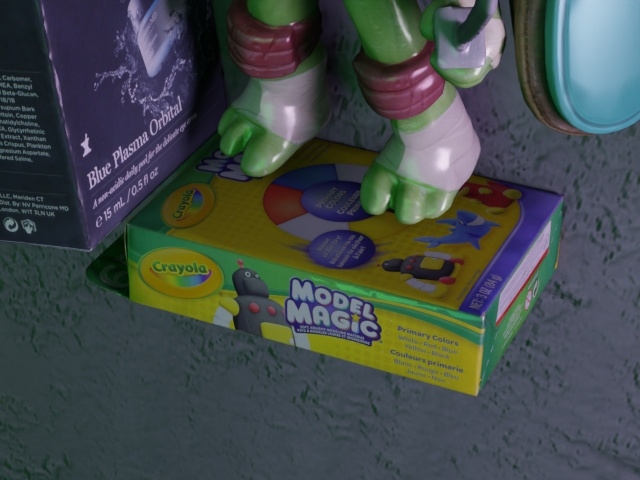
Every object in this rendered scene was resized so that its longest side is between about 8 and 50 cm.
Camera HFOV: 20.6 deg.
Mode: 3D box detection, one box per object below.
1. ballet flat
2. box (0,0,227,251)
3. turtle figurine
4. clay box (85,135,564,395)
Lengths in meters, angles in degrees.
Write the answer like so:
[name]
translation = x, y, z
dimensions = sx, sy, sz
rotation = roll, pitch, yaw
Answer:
[ballet flat]
translation = 0.124, -0.216, 0.725
dimensions = 0.124, 0.116, 0.342
rotation = 44, 135, 46
[box]
translation = -0.129, -0.101, 0.899
dimensions = 0.093, 0.156, 0.158
rotation = 6, 121, 24
[turtle figurine]
translation = -0.020, -0.102, 0.786
dimensions = 0.198, 0.274, 0.266
rotation = -8, 140, 5
[clay box]
translation = 0.000, 0.000, 0.911
dimensions = 0.222, 0.127, 0.053
rotation = 15, 124, 19
